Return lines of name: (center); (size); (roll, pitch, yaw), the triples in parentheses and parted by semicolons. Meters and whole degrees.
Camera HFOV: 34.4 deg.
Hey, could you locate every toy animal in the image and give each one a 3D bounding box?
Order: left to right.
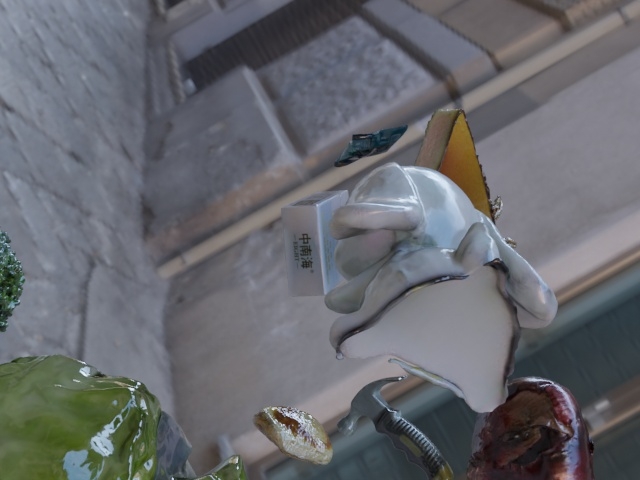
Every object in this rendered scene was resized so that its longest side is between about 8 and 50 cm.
toy animal: (0.103, 0.024, 1.075); (0.249, 0.174, 0.289); (18, 26, -44)

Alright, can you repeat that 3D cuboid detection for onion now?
onion: (0.336, 0.364, 1.750); (0.272, 0.195, 0.271); (11, -77, 61)

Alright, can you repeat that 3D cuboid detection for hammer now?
hammer: (0.147, 0.348, 1.835); (0.226, 0.158, 0.041); (45, 22, 21)

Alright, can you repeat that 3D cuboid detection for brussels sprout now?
brussels sprout: (-0.309, 0.362, 1.266); (0.425, 0.342, 0.361); (30, 41, -5)

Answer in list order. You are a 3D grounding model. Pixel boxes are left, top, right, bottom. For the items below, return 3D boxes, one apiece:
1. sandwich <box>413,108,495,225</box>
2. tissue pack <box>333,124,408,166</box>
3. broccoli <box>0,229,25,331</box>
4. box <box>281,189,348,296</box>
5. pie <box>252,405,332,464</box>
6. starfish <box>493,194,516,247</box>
sandwich: (0.152, -0.054, 1.357); (0.058, 0.162, 0.193); (5, -57, 43)
tissue pack: (0.071, -0.134, 1.502); (0.138, 0.085, 0.027); (143, -67, -77)
broccoli: (-0.659, 0.052, 1.668); (0.302, 0.375, 0.249); (26, 56, -44)
box: (0.000, 0.000, 1.790); (0.243, 0.067, 0.155); (-36, 123, -73)
pie: (-0.062, 0.453, 2.438); (0.205, 0.084, 0.179); (22, 6, -26)
starfish: (0.359, -0.044, 2.361); (0.189, 0.146, 0.074); (61, 6, 13)
